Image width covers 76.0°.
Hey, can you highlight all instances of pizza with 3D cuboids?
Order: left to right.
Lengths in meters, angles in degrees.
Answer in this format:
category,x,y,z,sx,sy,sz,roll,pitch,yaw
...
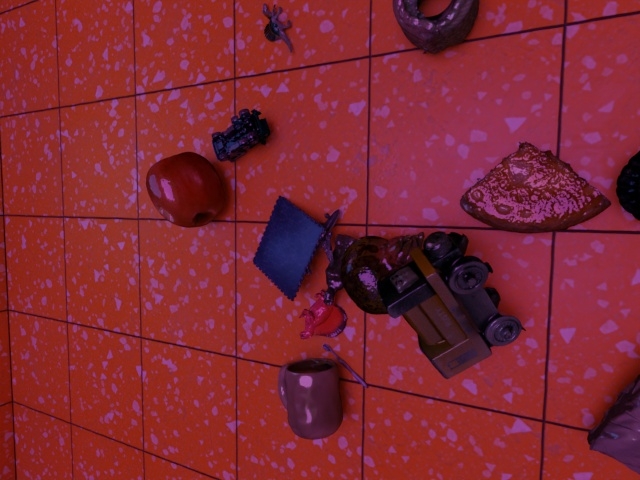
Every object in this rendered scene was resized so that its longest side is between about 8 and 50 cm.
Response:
category,x,y,z,sx,sy,sz,roll,pitch,yaw
pizza,0.520,-0.130,1.015,0.335,0.086,0.226,1,89,25

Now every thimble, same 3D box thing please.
category,x,y,z,sx,sy,sz,roll,pitch,yaw
thimble,0.297,-0.608,1.056,0.218,0.150,0.219,1,93,26

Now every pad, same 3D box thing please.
category,x,y,z,sx,sy,sz,roll,pitch,yaw
pad,-0.112,0.019,1.327,0.269,0.012,0.269,35,109,42

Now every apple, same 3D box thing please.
category,x,y,z,sx,sy,sz,roll,pitch,yaw
apple,-0.459,-0.169,1.413,0.242,0.242,0.241,-35,85,24

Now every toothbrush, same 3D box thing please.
category,x,y,z,sx,sy,sz,roll,pitch,yaw
toothbrush,0.079,0.400,1.307,0.193,0.019,0.013,41,109,16

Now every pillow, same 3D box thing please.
category,x,y,z,sx,sy,sz,roll,pitch,yaw
pillow,0.800,0.403,0.888,0.283,0.138,0.310,26,106,13

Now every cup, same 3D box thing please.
category,x,y,z,sx,sy,sz,roll,pitch,yaw
cup,-0.058,0.493,1.294,0.255,0.173,0.202,-5,90,26

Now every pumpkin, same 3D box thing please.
category,x,y,z,sx,sy,sz,roll,pitch,yaw
pumpkin,0.748,-0.124,0.875,0.194,0.150,0.194,-3,76,12

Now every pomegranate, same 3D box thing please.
category,x,y,z,sx,sy,sz,roll,pitch,yaw
pomegranate,0.180,0.067,1.123,0.221,0.204,0.277,25,108,-11

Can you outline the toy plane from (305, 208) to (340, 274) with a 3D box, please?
category,x,y,z,sx,sy,sz,roll,pitch,yaw
toy plane,-0.003,0.000,1.273,0.226,0.058,0.226,37,106,51

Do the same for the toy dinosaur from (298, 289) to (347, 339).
category,x,y,z,sx,sy,sz,roll,pitch,yaw
toy dinosaur,0.039,0.216,1.297,0.139,0.070,0.286,39,99,7

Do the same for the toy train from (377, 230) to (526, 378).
category,x,y,z,sx,sy,sz,roll,pitch,yaw
toy train,0.318,0.162,1.010,0.253,0.160,0.397,-34,117,11

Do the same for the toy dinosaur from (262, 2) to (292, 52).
category,x,y,z,sx,sy,sz,roll,pitch,yaw
toy dinosaur,-0.146,-0.689,1.335,0.106,0.044,0.188,-4,105,40

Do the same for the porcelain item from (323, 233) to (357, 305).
category,x,y,z,sx,sy,sz,roll,pitch,yaw
porcelain item,0.051,0.090,1.236,0.081,0.069,0.216,18,84,28

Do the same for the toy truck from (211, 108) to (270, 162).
category,x,y,z,sx,sy,sz,roll,pitch,yaw
toy truck,-0.256,-0.343,1.371,0.216,0.116,0.110,-24,82,33
